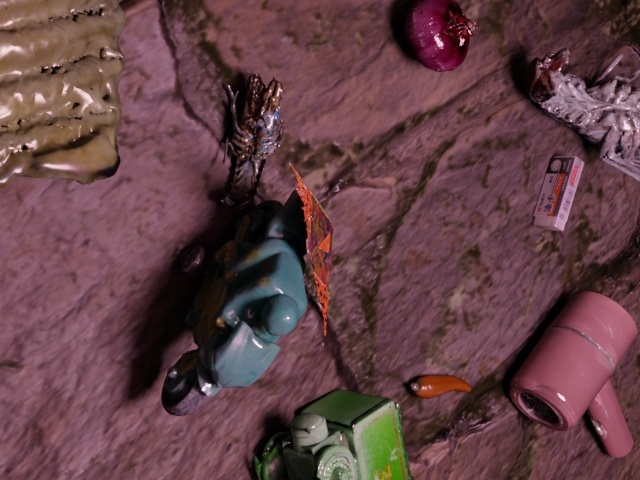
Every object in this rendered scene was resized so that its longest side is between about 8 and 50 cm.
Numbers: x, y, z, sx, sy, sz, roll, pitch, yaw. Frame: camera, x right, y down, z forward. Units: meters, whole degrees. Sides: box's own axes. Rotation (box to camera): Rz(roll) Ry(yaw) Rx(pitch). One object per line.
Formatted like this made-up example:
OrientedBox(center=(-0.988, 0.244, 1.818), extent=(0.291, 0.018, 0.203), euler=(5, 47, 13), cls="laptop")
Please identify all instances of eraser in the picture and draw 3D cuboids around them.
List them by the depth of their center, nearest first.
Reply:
OrientedBox(center=(0.386, -0.077, 1.632), extent=(0.029, 0.052, 0.122), euler=(25, 80, -35), cls="eraser")

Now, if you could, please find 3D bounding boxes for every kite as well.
OrientedBox(center=(0.001, 0.000, 1.197), extent=(0.125, 0.008, 0.222), euler=(-53, 135, -68), cls="kite")

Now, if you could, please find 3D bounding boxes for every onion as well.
OrientedBox(center=(0.170, -0.294, 1.410), extent=(0.115, 0.104, 0.115), euler=(2, 87, -57), cls="onion")

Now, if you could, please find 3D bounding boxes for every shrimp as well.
OrientedBox(center=(-0.091, -0.125, 1.261), extent=(0.082, 0.076, 0.174), euler=(14, 90, 3), cls="shrimp")
OrientedBox(center=(0.482, -0.211, 1.639), extent=(0.410, 0.166, 0.222), euler=(12, 73, -25), cls="shrimp")

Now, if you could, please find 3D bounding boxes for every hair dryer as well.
OrientedBox(center=(0.457, 0.276, 1.694), extent=(0.210, 0.125, 0.352), euler=(-49, 128, -23), cls="hair dryer")

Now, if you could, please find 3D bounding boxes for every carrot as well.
OrientedBox(center=(0.184, 0.220, 1.519), extent=(0.142, 0.035, 0.035), euler=(5, 92, -43), cls="carrot")

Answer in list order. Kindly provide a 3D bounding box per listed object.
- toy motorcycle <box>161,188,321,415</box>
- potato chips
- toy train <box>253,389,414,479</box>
OrientedBox(center=(-0.089, 0.065, 1.180), extent=(0.109, 0.198, 0.297), euler=(38, 57, -29), cls="toy motorcycle")
OrientedBox(center=(-0.359, -0.230, 1.010), extent=(0.389, 0.097, 0.373), euler=(3, 87, -37), cls="potato chips")
OrientedBox(center=(0.028, 0.329, 1.350), extent=(0.188, 0.132, 0.243), euler=(-22, 108, -43), cls="toy train")
